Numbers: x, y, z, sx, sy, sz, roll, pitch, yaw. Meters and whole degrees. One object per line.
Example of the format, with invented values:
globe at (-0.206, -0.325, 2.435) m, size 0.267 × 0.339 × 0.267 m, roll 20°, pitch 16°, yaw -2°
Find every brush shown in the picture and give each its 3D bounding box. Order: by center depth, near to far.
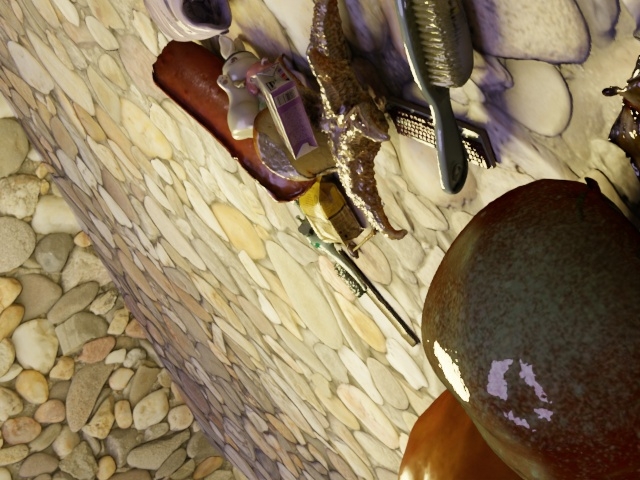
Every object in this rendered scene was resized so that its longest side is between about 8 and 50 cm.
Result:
brush at (0.134, -0.161, 1.261) m, size 0.060 × 0.068 × 0.297 m, roll 13°, pitch 140°, yaw 31°
brush at (0.080, 0.095, 1.924) m, size 0.190 × 0.027 × 0.034 m, roll 49°, pitch 162°, yaw 5°

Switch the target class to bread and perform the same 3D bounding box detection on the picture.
bread at (-0.027, -0.124, 1.606) m, size 0.126 × 0.129 × 0.044 m, roll 47°, pitch 129°, yaw 17°

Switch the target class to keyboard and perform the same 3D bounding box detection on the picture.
keyboard at (0.133, -0.123, 1.404) m, size 0.166 × 0.017 × 0.055 m, roll 29°, pitch 150°, yaw 49°

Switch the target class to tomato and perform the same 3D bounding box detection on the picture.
tomato at (0.232, 0.097, 1.145) m, size 0.303 × 0.239 × 0.303 m, roll 48°, pitch -170°, yaw -11°

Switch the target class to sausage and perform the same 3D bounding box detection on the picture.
sausage at (-0.116, -0.175, 1.775) m, size 0.330 × 0.102 × 0.102 m, roll 45°, pitch 161°, yaw 24°

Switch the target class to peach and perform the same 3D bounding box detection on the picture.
peach at (0.252, 0.306, 1.483) m, size 0.342 × 0.342 × 0.302 m, roll -179°, pitch 97°, yaw -67°

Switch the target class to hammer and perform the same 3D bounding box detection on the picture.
hammer at (0.062, 0.002, 1.816) m, size 0.029 × 0.014 × 0.123 m, roll 54°, pitch 160°, yaw 3°

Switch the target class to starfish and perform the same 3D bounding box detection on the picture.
starfish at (0.024, -0.176, 1.456) m, size 0.293 × 0.084 × 0.302 m, roll 83°, pitch 162°, yaw -68°

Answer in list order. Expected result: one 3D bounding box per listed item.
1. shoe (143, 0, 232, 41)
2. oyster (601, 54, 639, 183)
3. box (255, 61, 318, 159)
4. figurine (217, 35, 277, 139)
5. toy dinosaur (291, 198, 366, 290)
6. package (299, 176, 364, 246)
shoe at (-0.203, -0.365, 1.641) m, size 0.137 × 0.095 × 0.245 m, roll 19°, pitch 147°, yaw 53°
oyster at (0.321, -0.087, 0.911) m, size 0.221 × 0.096 × 0.361 m, roll 52°, pitch 162°, yaw 15°
box at (-0.040, -0.158, 1.509) m, size 0.051 × 0.036 × 0.117 m, roll 56°, pitch 172°, yaw 40°
figurine at (-0.086, -0.216, 1.679) m, size 0.081 × 0.098 × 0.146 m, roll 12°, pitch -109°, yaw -62°
toy dinosaur at (0.003, -0.002, 1.897) m, size 0.187 × 0.044 × 0.106 m, roll 46°, pitch 176°, yaw -8°
package at (0.005, -0.055, 1.788) m, size 0.071 × 0.047 × 0.131 m, roll 22°, pitch 147°, yaw 57°
